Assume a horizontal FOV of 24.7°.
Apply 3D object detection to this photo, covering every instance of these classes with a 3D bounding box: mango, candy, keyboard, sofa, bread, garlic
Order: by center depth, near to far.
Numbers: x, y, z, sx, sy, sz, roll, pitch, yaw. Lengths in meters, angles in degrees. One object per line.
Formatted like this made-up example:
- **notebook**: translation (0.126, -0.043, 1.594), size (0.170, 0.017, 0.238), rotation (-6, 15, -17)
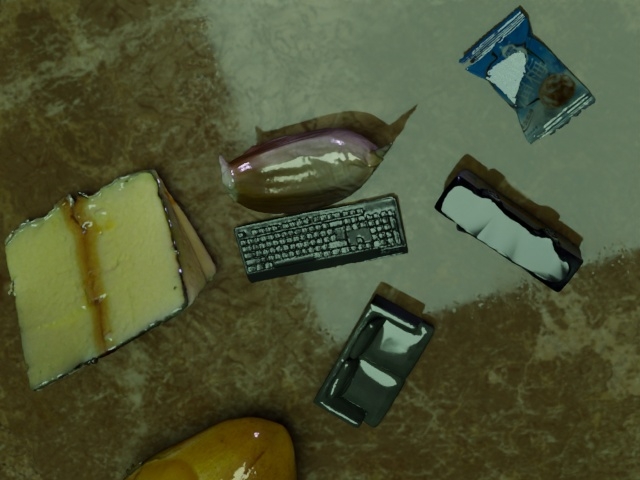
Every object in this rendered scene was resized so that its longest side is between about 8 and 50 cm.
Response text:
- **candy**: translation (0.227, -0.175, 1.604), size (0.088, 0.038, 0.136), rotation (-41, 102, 4)
- **garlic**: translation (-0.004, -0.081, 1.619), size (0.198, 0.128, 0.090), rotation (-6, 88, 15)
- **bread**: translation (-0.267, 0.037, 1.694), size (0.240, 0.135, 0.178), rotation (-28, 98, 18)
- **keyboard**: translation (0.000, 0.000, 1.700), size (0.197, 0.015, 0.074), rotation (-10, 103, 13)
- **sofa**: translation (0.063, 0.146, 1.704), size (0.085, 0.060, 0.147), rotation (30, 107, 1)
- **mango**: translation (-0.125, 0.319, 1.747), size (0.257, 0.138, 0.187), rotation (-35, 78, 13)

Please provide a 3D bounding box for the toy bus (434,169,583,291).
- **toy bus**: translation (0.210, -0.012, 1.629), size (0.172, 0.072, 0.057), rotation (35, 109, -2)
